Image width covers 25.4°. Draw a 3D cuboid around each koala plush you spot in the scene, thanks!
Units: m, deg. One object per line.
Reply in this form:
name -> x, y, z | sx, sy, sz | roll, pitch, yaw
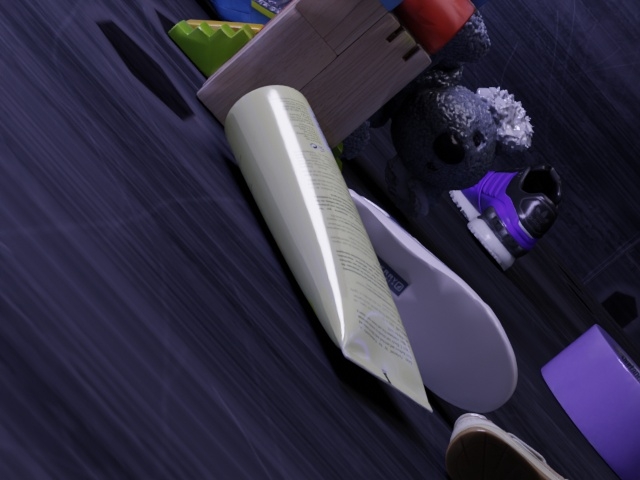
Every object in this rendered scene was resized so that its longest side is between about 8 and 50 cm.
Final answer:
koala plush -> 0.107, -0.140, 1.455 | 0.221, 0.196, 0.203 | 48, 10, -25

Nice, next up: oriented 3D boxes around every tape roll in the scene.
tape roll -> 0.328, 0.186, 1.532 | 0.189, 0.080, 0.189 | 48, 9, -10

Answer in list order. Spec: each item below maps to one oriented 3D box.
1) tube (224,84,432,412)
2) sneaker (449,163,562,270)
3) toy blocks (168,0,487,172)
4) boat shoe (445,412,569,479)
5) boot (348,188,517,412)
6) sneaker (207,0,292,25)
tube -> 0.000, 0.000, 0.877 | 0.070, 0.062, 0.240 | -6, 46, -22
sneaker -> 0.285, -0.060, 2.080 | 0.102, 0.146, 0.293 | 46, 10, -17
toy blocks -> 0.042, -0.184, 1.140 | 0.190, 0.261, 0.381 | 48, 10, -8
boat shoe -> 0.135, 0.163, 0.843 | 0.153, 0.056, 0.048 | 42, 15, -2
boot -> 0.069, 0.036, 0.979 | 0.190, 0.069, 0.086 | 49, 12, 11
sneaker -> -0.093, -0.243, 1.394 | 0.209, 0.082, 0.069 | 39, 50, 20
